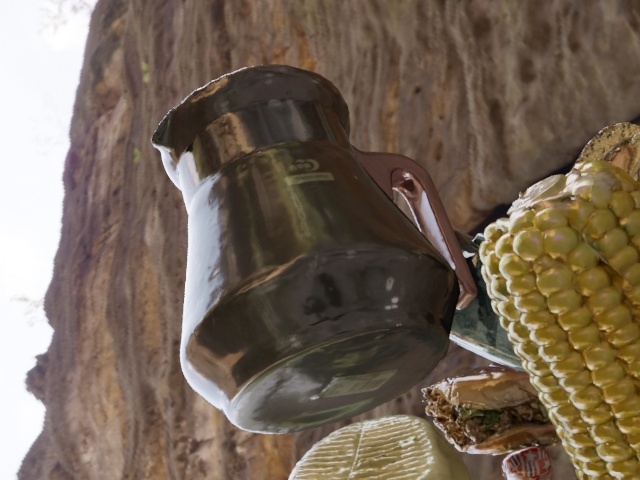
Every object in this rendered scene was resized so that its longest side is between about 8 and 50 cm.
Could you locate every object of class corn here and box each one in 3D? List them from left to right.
[{"bbox_3d":[0.146,0.086,0.354,0.081,0.081,0.249,-35,-80,-40],"label":"corn"}]

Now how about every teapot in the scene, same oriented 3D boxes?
[{"bbox_3d":[0.000,0.000,0.973,0.375,0.306,0.362,-1,-123,-30],"label":"teapot"}]

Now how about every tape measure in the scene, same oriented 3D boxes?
[{"bbox_3d":[0.247,0.079,1.166,0.275,0.256,0.147,22,-86,-34],"label":"tape measure"}]

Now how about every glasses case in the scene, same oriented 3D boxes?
[{"bbox_3d":[0.307,0.345,1.257,0.194,0.073,0.049,56,-162,-63],"label":"glasses case"}]

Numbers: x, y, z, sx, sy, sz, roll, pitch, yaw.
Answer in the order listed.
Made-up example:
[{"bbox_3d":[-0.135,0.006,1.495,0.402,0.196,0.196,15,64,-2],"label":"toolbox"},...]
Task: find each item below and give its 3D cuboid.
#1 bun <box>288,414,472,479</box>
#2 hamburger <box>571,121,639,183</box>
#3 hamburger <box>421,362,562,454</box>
[{"bbox_3d":[0.036,0.154,0.495,0.115,0.115,0.069,-32,-68,-40],"label":"bun"},{"bbox_3d":[0.333,-0.043,0.992,0.102,0.087,0.176,25,-96,-54],"label":"hamburger"},{"bbox_3d":[0.321,0.280,1.456,0.243,0.285,0.146,35,-136,-78],"label":"hamburger"}]
